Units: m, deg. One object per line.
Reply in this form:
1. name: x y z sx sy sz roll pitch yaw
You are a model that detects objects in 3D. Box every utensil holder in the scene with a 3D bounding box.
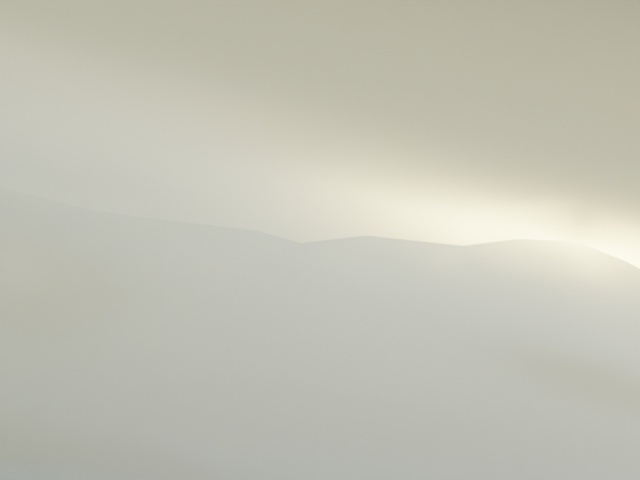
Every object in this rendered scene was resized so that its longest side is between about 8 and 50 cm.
1. utensil holder: 0.000 0.000 0.648 0.385 0.328 0.328 10 136 -14
